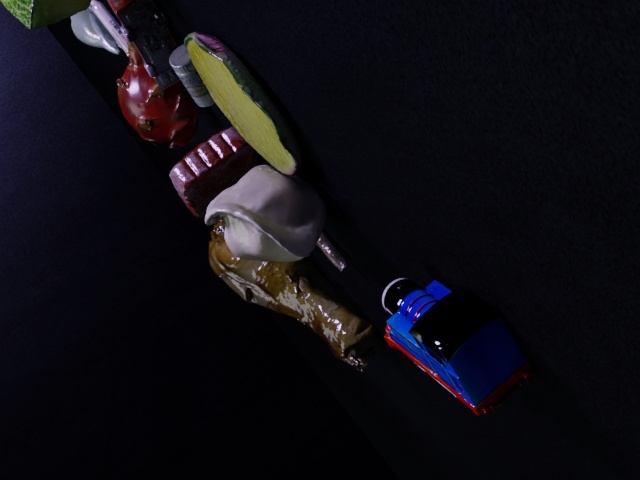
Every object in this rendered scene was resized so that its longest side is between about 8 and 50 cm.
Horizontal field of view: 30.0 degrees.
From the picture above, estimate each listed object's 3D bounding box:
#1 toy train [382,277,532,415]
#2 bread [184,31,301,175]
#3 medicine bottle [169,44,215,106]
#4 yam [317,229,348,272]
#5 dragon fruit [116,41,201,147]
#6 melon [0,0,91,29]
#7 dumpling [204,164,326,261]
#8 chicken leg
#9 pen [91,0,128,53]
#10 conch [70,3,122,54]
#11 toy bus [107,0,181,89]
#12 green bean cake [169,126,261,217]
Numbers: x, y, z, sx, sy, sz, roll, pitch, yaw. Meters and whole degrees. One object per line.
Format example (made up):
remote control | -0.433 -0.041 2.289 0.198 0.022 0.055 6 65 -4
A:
toy train | 0.139 0.105 1.315 0.131 0.082 0.204 56 169 -33
bread | -0.096 -0.178 1.530 0.228 0.033 0.228 48 171 10
medicine bottle | -0.173 -0.231 1.669 0.047 0.047 0.083 44 169 43
yam | 0.000 0.000 1.813 0.129 0.027 0.033 50 133 21
dragon fruit | -0.275 -0.262 1.941 0.125 0.125 0.246 -116 10 -58
melon | -0.396 -0.440 1.631 0.124 0.196 0.323 18 -156 -47
dumpling | -0.075 -0.033 1.622 0.162 0.132 0.250 15 -169 -10
chicken leg | -0.049 0.085 2.159 0.429 0.153 0.201 39 180 26
pen | -0.362 -0.369 2.191 0.218 0.026 0.026 52 172 -5
conch | -0.429 -0.416 2.268 0.180 0.088 0.065 39 -149 30
toy bus | -0.251 -0.301 1.740 0.077 0.065 0.192 55 175 33
green bean cake | -0.162 -0.107 1.850 0.056 0.135 0.136 49 171 19
